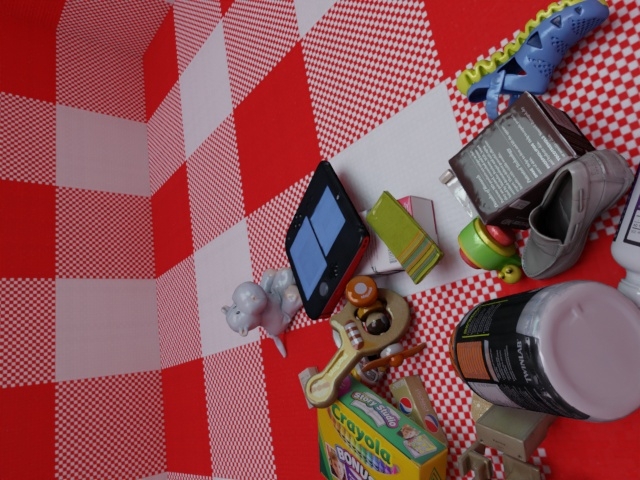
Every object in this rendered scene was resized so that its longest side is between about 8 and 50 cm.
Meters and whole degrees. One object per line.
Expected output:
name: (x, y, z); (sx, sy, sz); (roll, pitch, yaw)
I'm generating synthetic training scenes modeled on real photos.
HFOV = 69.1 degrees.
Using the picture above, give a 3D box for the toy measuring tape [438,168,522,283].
toy measuring tape: (0.334, -0.042, 1.035); (0.121, 0.121, 0.330); (-50, 51, 35)

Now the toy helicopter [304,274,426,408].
toy helicopter: (0.102, 0.279, 1.174); (0.235, 0.140, 0.355); (32, 72, 29)

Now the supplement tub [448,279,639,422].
supplement tub: (0.371, 0.193, 0.817); (0.338, 0.207, 0.207); (124, 141, -74)

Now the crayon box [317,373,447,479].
crayon box: (0.135, 0.549, 1.158); (0.363, 0.106, 0.312); (23, 123, 49)

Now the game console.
game console: (0.000, 0.000, 1.351); (0.386, 0.060, 0.341); (-113, 37, -46)

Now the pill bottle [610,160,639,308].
pill bottle: (0.567, -0.045, 0.702); (0.182, 0.182, 0.322); (25, 106, 49)

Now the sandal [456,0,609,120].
sandal: (0.434, -0.355, 0.951); (0.317, 0.126, 0.138); (-36, 63, 52)

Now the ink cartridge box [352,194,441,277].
ink cartridge box: (0.182, -0.001, 1.224); (0.237, 0.100, 0.171); (-18, 73, 47)

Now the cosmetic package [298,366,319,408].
cosmetic package: (-0.024, 0.466, 1.473); (0.060, 0.041, 0.115); (-45, 54, 39)

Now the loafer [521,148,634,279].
loafer: (0.425, -0.032, 0.839); (0.319, 0.112, 0.112); (91, 168, -50)

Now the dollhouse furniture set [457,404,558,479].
dollhouse furniture set: (0.408, 0.437, 0.919); (0.212, 0.161, 0.241); (5, 112, 51)

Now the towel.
towel: (0.193, -0.011, 1.119); (0.102, 0.021, 0.237); (-56, 49, 27)

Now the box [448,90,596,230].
box: (0.405, -0.147, 0.916); (0.203, 0.169, 0.167); (-46, 54, 38)

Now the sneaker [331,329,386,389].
sneaker: (0.111, 0.304, 1.311); (0.093, 0.088, 0.225); (-44, 52, 14)

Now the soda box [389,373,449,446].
soda box: (0.240, 0.427, 1.143); (0.058, 0.061, 0.181); (-45, 54, 39)

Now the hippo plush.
hippo plush: (-0.219, 0.220, 1.579); (0.234, 0.237, 0.294); (42, 118, 44)

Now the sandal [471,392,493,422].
sandal: (0.349, 0.289, 1.012); (0.088, 0.079, 0.239); (0, 87, 50)
